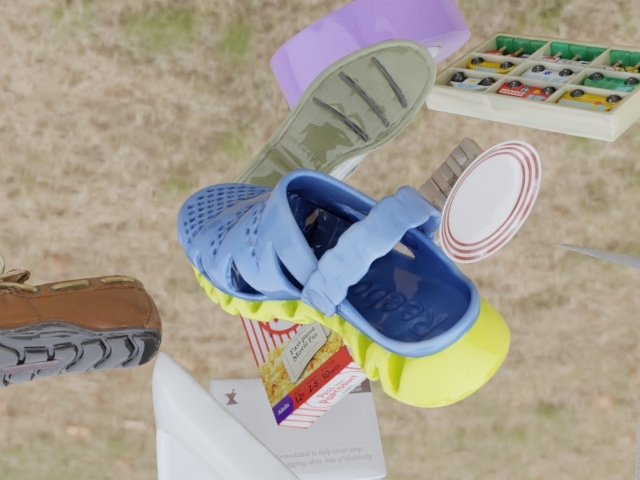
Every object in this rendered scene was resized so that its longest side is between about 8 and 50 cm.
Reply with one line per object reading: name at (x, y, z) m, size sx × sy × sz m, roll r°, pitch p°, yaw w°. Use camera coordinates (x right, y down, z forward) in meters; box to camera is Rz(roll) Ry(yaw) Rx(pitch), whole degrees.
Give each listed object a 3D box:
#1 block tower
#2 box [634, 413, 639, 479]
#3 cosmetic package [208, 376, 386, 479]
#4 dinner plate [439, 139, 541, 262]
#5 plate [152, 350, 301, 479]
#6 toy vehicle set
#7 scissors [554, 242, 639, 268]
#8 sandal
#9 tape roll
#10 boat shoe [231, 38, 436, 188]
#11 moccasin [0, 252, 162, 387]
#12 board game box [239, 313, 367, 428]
block tower at (0.167, -0.007, 1.756) m, size 0.097 × 0.091 × 0.335 m, roll 4°, pitch 134°, yaw -51°
box at (0.423, 0.237, 1.127) m, size 0.181 × 0.119 × 0.182 m, roll 7°, pitch 166°, yaw 8°
cosmetic package at (-0.062, 0.309, 1.551) m, size 0.217 × 0.156 × 0.385 m, roll -4°, pitch 158°, yaw -12°
dinner plate at (0.171, -0.041, 1.133) m, size 0.017 × 0.141 × 0.141 m, roll 37°, pitch 180°, yaw 41°
plate at (-0.077, 0.271, 1.083) m, size 0.277 × 0.045 × 0.278 m, roll 40°, pitch 149°, yaw 22°
toy vehicle set at (0.283, -0.196, 1.366) m, size 0.267 × 0.166 × 0.035 m, roll 16°, pitch 133°, yaw 40°
scissors at (0.389, 0.038, 1.204) m, size 0.297 × 0.109 × 0.021 m, roll 5°, pitch 130°, yaw 26°
sandal at (0.000, 0.000, 0.821) m, size 0.317 × 0.126 × 0.138 m, roll 19°, pitch 141°, yaw 44°
tape roll at (0.070, -0.268, 1.570) m, size 0.275 × 0.090 × 0.275 m, roll -25°, pitch 176°, yaw -2°
boat shoe at (0.003, -0.120, 1.283) m, size 0.302 × 0.113 × 0.103 m, roll -41°, pitch -175°, yaw 3°
moccasin at (-0.394, 0.097, 1.424) m, size 0.380 × 0.147 × 0.139 m, roll -7°, pitch 141°, yaw -26°
board game box at (-0.014, 0.071, 1.131) m, size 0.045 × 0.193 × 0.147 m, roll 14°, pitch 133°, yaw -42°
